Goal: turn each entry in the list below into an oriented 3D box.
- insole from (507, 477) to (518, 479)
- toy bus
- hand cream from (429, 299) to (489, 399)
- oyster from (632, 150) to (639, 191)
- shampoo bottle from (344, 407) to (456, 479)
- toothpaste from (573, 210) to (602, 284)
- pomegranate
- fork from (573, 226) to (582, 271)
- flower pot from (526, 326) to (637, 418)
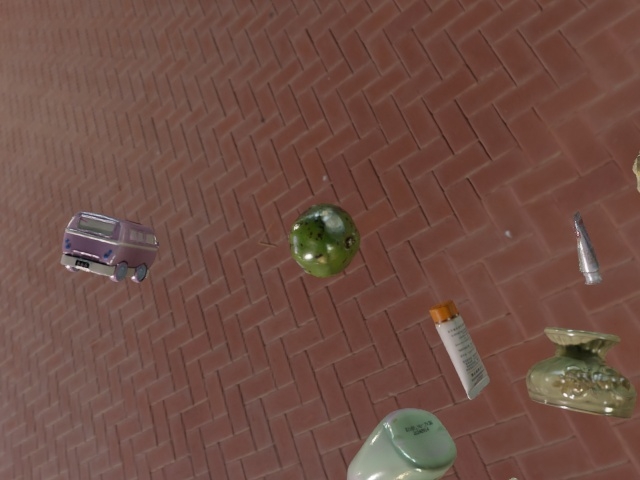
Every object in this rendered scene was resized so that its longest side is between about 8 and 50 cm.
[{"bbox_3d":[0.573,0.743,1.241,0.063,0.010,0.191,-29,59,-2],"label":"insole"},{"bbox_3d":[-0.483,0.018,1.077,0.142,0.202,0.142,11,85,7],"label":"toy bus"},{"bbox_3d":[0.472,0.353,1.523,0.089,0.140,0.313,-32,79,48],"label":"hand cream"},{"bbox_3d":[0.673,-0.141,0.885,0.133,0.072,0.208,24,103,35],"label":"oyster"},{"bbox_3d":[0.148,0.545,1.040,0.151,0.222,0.349,55,129,42],"label":"shampoo bottle"},{"bbox_3d":[0.858,0.024,1.483,0.057,0.089,0.233,-11,98,39],"label":"toothpaste"},{"bbox_3d":[0.000,0.000,1.570,0.271,0.254,0.253,-2,80,36],"label":"pomegranate"},{"bbox_3d":[0.614,0.022,1.087,0.012,0.016,0.115,-153,47,-72],"label":"fork"},{"bbox_3d":[0.816,0.406,1.444,0.308,0.308,0.243,0,77,33],"label":"flower pot"}]
